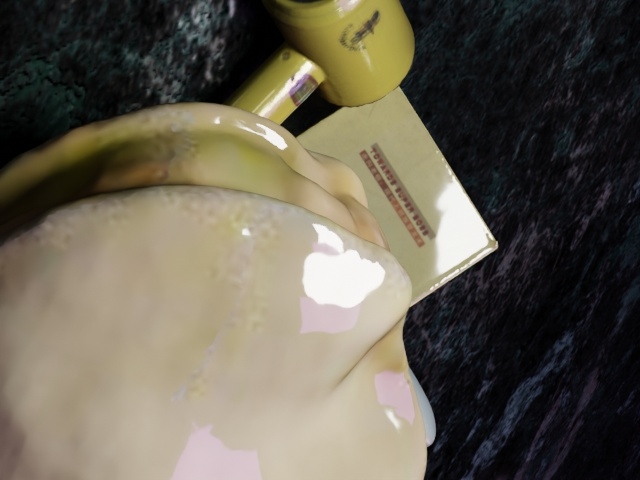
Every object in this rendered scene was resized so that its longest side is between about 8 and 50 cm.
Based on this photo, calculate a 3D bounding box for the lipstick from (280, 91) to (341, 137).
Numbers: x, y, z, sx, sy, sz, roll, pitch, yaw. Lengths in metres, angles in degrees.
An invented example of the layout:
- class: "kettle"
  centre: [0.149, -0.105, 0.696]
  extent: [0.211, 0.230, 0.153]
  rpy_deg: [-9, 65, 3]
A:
- class: "lipstick"
  centre: [0.032, -0.044, 1.377]
  extent: [0.077, 0.079, 0.253]
  rpy_deg: [-52, 150, -7]

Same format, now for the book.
- class: "book"
  centre: [0.000, 0.000, 1.236]
  extent: [0.231, 0.161, 0.026]
  rpy_deg: [-33, -175, -9]

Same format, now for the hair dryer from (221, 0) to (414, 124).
- class: "hair dryer"
  centre: [-0.052, -0.098, 1.173]
  extent: [0.278, 0.090, 0.135]
  rpy_deg: [-47, 154, -5]

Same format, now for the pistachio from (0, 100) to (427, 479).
- class: "pistachio"
  centre: [-0.107, 0.117, 1.063]
  extent: [0.365, 0.281, 0.445]
  rpy_deg: [10, 123, -20]

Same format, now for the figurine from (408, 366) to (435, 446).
- class: "figurine"
  centre: [-0.094, 0.196, 1.360]
  extent: [0.382, 0.205, 0.224]
  rpy_deg: [-36, 156, 5]
